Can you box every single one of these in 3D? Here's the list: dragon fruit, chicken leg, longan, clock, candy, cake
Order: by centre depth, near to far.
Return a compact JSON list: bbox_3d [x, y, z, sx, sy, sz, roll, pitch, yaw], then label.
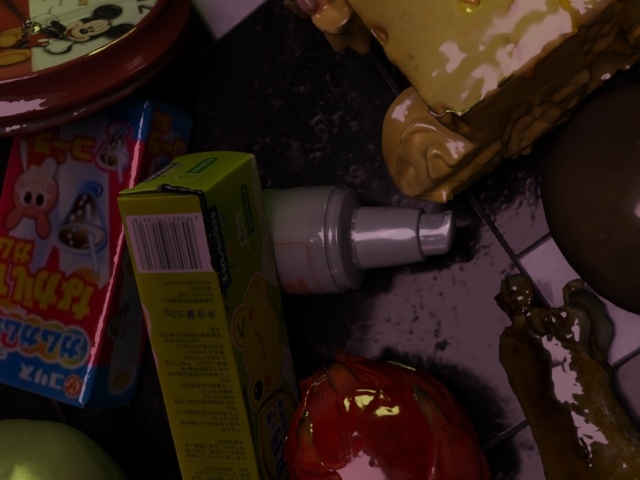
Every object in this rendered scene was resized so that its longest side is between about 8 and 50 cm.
[{"bbox_3d":[0.257,-0.033,0.715,0.189,0.189,0.189,-2,84,21],"label":"longan"},{"bbox_3d":[0.247,0.220,0.718,0.201,0.153,0.429,-23,69,5],"label":"chicken leg"},{"bbox_3d":[0.127,-0.191,0.749,0.286,0.222,0.227,-37,72,14],"label":"cake"},{"bbox_3d":[0.053,0.191,0.766,0.172,0.172,0.209,-36,84,14],"label":"dragon fruit"},{"bbox_3d":[-0.282,-0.202,0.907,0.318,0.080,0.318,-4,42,4],"label":"clock"},{"bbox_3d":[-0.243,0.003,0.936,0.157,0.100,0.306,12,90,21],"label":"candy"}]

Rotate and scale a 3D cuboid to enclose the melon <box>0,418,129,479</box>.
[{"bbox_3d":[-0.265,0.317,0.831,0.272,0.272,0.308,-43,65,12],"label":"melon"}]

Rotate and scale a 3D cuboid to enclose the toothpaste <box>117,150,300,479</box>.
[{"bbox_3d":[-0.082,0.090,0.789,0.077,0.110,0.327,-2,111,19],"label":"toothpaste"}]

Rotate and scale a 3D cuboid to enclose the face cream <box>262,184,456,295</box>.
[{"bbox_3d":[0.000,0.000,0.843,0.251,0.101,0.101,-3,84,20],"label":"face cream"}]
